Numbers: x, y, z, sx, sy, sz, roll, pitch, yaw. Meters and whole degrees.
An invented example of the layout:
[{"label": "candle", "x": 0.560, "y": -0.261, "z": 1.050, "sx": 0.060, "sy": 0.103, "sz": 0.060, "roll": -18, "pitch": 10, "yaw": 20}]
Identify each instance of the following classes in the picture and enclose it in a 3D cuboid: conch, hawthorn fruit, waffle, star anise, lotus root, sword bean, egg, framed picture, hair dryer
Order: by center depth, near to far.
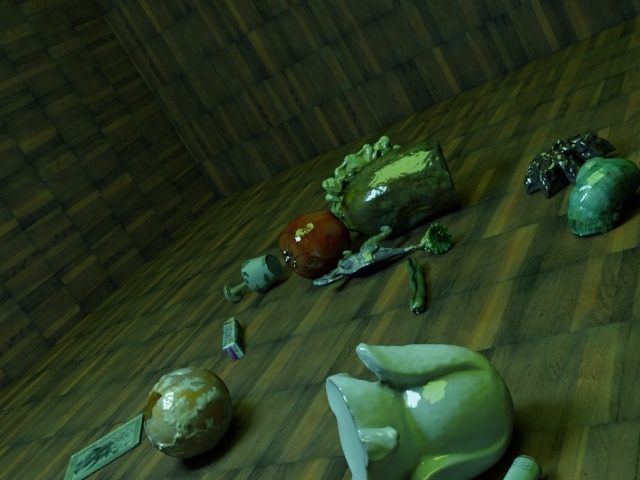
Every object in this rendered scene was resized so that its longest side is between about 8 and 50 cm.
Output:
[{"label": "hair dryer", "x": 0.294, "y": 0.346, "z": 0.918, "sx": 0.183, "sy": 0.044, "sz": 0.155, "roll": -9, "pitch": 29, "yaw": 47}, {"label": "conch", "x": 0.608, "y": -0.108, "z": 1.591, "sx": 0.176, "sy": 0.122, "sz": 0.188, "roll": -50, "pitch": -2, "yaw": 37}, {"label": "egg", "x": -0.291, "y": 0.377, "z": 1.624, "sx": 0.195, "sy": 0.195, "sz": 0.233, "roll": -26, "pitch": 20, "yaw": 18}, {"label": "sword bean", "x": 0.231, "y": 0.105, "z": 1.775, "sx": 0.043, "sy": 0.038, "sz": 0.269, "roll": -21, "pitch": 19, "yaw": 13}, {"label": "star anise", "x": 0.633, "y": -0.214, "z": 1.901, "sx": 0.236, "sy": 0.109, "sz": 0.223, "roll": -22, "pitch": 14, "yaw": 36}, {"label": "framed picture", "x": -0.566, "y": 0.550, "z": 1.920, "sx": 0.231, "sy": 0.010, "sz": 0.173, "roll": -32, "pitch": 16, "yaw": -3}, {"label": "lotus root", "x": 0.229, "y": -0.145, "z": 2.168, "sx": 0.346, "sy": 0.250, "sz": 0.250, "roll": -26, "pitch": 16, "yaw": 17}, {"label": "hawthorn fruit", "x": 0.000, "y": 0.000, "z": 2.252, "sx": 0.253, "sy": 0.205, "sz": 0.205, "roll": -30, "pitch": 13, "yaw": -28}, {"label": "waffle", "x": 0.169, "y": -0.173, "z": 2.340, "sx": 0.317, "sy": 0.297, "sz": 0.073, "roll": -36, "pitch": 39, "yaw": 2}]

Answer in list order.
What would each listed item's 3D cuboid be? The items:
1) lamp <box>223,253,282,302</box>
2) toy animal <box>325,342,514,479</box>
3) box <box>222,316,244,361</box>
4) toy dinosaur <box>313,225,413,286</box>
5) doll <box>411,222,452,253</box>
[{"label": "lamp", "x": -0.228, "y": 0.126, "z": 2.413, "sx": 0.214, "sy": 0.121, "sz": 0.121, "roll": -32, "pitch": 13, "yaw": 33}, {"label": "toy animal", "x": 0.165, "y": 0.273, "z": 1.100, "sx": 0.264, "sy": 0.272, "sz": 0.206, "roll": -11, "pitch": -16, "yaw": -11}, {"label": "box", "x": -0.248, "y": 0.280, "z": 2.096, "sx": 0.041, "sy": 0.050, "sz": 0.207, "roll": -32, "pitch": 15, "yaw": 2}, {"label": "toy dinosaur", "x": 0.117, "y": 0.057, "z": 2.066, "sx": 0.294, "sy": 0.077, "sz": 0.162, "roll": -33, "pitch": 16, "yaw": 7}, {"label": "doll", "x": 0.297, "y": 0.014, "z": 1.930, "sx": 0.078, "sy": 0.077, "sz": 0.113, "roll": -11, "pitch": -25, "yaw": -25}]
